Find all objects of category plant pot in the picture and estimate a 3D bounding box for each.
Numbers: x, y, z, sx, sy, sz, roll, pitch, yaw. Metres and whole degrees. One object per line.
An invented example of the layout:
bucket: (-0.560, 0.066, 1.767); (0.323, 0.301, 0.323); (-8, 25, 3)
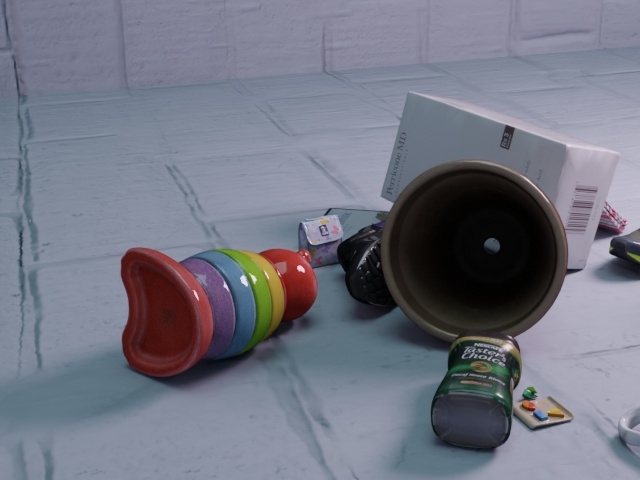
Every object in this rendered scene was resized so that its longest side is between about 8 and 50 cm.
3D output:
plant pot: (0.239, 0.014, 1.513); (0.263, 0.263, 0.229); (4, 4, 16)

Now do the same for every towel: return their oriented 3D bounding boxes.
towel: (0.460, -0.081, 1.840); (0.144, 0.029, 0.197); (19, -14, 45)

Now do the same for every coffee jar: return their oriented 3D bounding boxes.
coffee jar: (0.197, 0.178, 1.255); (0.096, 0.079, 0.184); (4, 21, 14)

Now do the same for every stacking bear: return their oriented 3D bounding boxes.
stacking bear: (-0.121, 0.081, 1.448); (0.164, 0.176, 0.289); (13, 17, 38)

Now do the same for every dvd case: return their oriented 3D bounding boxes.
dvd case: (0.115, -0.018, 1.872); (0.253, 0.022, 0.180); (4, 21, 15)

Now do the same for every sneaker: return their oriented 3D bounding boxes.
sneaker: (0.077, 0.041, 1.647); (0.124, 0.107, 0.283); (-11, 13, 25)
sneaker: (0.604, -0.031, 1.728); (0.299, 0.121, 0.111); (-16, 24, -34)

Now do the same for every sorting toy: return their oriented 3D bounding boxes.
sorting toy: (0.269, 0.207, 1.269); (0.062, 0.012, 0.083); (-10, 22, -20)

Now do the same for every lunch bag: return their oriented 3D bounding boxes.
lunch bag: (0.000, 0.000, 1.744); (0.071, 0.083, 0.053); (-10, 22, -24)

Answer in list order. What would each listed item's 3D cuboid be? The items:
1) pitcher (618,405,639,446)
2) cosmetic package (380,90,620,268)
pitcher: (0.457, 0.202, 1.145); (0.177, 0.126, 0.207); (-31, 18, -16)
cosmetic package: (0.301, -0.112, 1.768); (0.156, 0.217, 0.385); (2, 16, -41)
